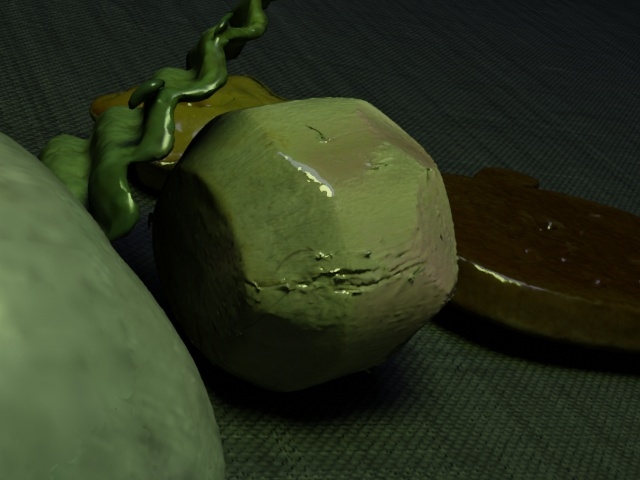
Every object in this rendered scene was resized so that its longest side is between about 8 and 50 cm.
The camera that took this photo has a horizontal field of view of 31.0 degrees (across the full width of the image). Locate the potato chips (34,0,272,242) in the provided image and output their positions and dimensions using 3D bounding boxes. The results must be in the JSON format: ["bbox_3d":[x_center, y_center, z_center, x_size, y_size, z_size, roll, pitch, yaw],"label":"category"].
[{"bbox_3d":[-0.188,-0.046,0.854,0.097,0.373,0.389,55,22,-19],"label":"potato chips"}]

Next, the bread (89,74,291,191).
[{"bbox_3d":[-0.123,-0.112,1.228,0.233,0.088,0.161,-10,31,-42],"label":"bread"}]

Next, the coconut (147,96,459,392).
[{"bbox_3d":[0.000,0.002,0.908,0.230,0.227,0.227,-12,37,-35],"label":"coconut"}]

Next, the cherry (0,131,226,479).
[{"bbox_3d":[-0.204,0.106,0.501,0.326,0.291,0.335,33,45,8],"label":"cherry"}]

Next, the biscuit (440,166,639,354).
[{"bbox_3d":[0.241,0.020,1.209,0.394,0.070,0.350,11,23,-16],"label":"biscuit"}]
